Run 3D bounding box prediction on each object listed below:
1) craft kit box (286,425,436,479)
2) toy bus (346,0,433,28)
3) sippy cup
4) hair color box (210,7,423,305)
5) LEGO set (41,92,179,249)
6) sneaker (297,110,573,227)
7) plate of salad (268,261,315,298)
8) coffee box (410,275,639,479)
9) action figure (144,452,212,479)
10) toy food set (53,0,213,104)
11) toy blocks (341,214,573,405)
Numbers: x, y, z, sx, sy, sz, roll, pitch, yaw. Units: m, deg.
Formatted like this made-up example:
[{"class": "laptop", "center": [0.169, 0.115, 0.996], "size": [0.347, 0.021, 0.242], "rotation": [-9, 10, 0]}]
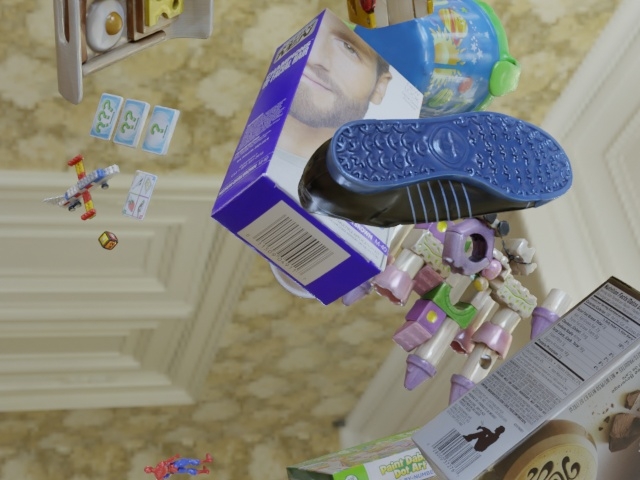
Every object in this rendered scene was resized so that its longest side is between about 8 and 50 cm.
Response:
[{"class": "craft kit box", "center": [0.098, 0.341, 1.662], "size": [0.250, 0.247, 0.061], "rotation": [153, -74, -70]}, {"class": "toy bus", "center": [0.072, -0.363, 1.342], "size": [0.202, 0.191, 0.104], "rotation": [-56, -149, 3]}, {"class": "sippy cup", "center": [0.168, -0.311, 1.846], "size": [0.305, 0.224, 0.240], "rotation": [-22, -96, 36]}, {"class": "hair color box", "center": [0.008, -0.110, 1.321], "size": [0.110, 0.185, 0.339], "rotation": [-34, -153, 36]}, {"class": "LEGO set", "center": [-0.341, -0.114, 1.744], "size": [0.182, 0.060, 0.244], "rotation": [17, -92, 35]}, {"class": "sneaker", "center": [0.093, -0.054, 0.892], "size": [0.090, 0.232, 0.081], "rotation": [140, -53, -58]}, {"class": "plate of salad", "center": [0.000, 0.000, 1.802], "size": [0.200, 0.048, 0.200], "rotation": [-8, -106, 30]}, {"class": "coffee box", "center": [0.274, 0.204, 1.204], "size": [0.168, 0.297, 0.119], "rotation": [57, -7, -30]}, {"class": "action figure", "center": [-0.228, 0.359, 1.724], "size": [0.030, 0.115, 0.038], "rotation": [40, -62, 42]}, {"class": "toy food set", "center": [-0.228, -0.324, 1.390], "size": [0.092, 0.306, 0.219], "rotation": [17, -58, 23]}, {"class": "toy blocks", "center": [0.200, 0.125, 1.738], "size": [0.260, 0.288, 0.309], "rotation": [-54, -158, -15]}]
